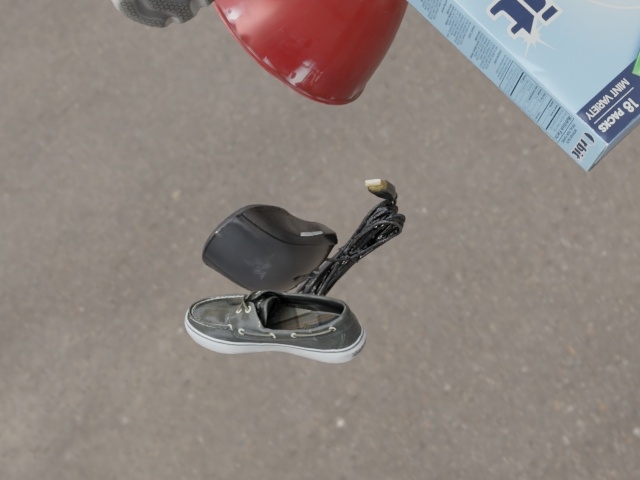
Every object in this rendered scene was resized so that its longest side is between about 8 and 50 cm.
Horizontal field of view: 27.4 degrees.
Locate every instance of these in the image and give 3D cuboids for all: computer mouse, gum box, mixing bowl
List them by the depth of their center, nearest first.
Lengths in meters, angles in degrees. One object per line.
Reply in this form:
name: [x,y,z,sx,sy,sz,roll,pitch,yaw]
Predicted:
gum box: [0.154,-0.159,0.808,0.157,0.041,0.184,-40,79,-20]
mixing bowl: [0.004,-0.208,1.026,0.098,0.181,0.181,-36,36,32]
computer mouse: [0.000,0.000,1.411,0.184,0.262,0.060,-43,62,13]

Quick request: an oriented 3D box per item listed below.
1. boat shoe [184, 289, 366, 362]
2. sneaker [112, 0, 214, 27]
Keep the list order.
boat shoe: [-0.035,0.053,0.928,0.142,0.040,0.049,5,48,25]
sneaker: [-0.042,-0.261,0.782,0.281,0.105,0.115,-39,65,12]
